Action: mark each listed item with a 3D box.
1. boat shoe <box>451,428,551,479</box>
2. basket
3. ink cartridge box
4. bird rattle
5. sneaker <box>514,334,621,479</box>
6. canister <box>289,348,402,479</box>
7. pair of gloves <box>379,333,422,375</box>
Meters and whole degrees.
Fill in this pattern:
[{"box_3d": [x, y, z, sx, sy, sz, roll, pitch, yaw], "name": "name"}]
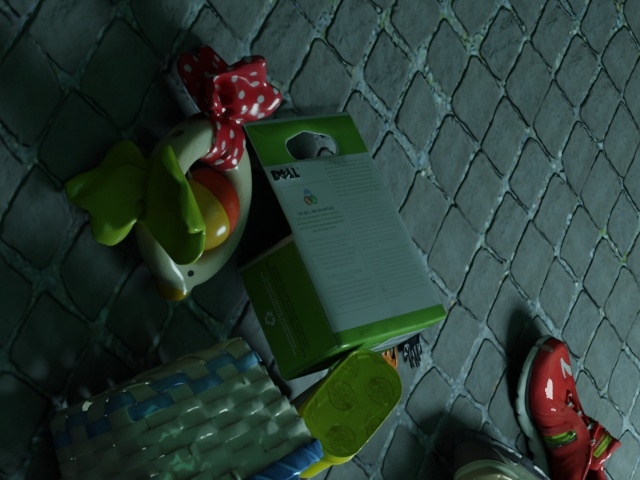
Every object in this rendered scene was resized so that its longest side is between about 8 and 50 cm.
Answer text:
[{"box_3d": [0.248, 0.316, 2.163, 0.285, 0.103, 0.092, 37, 36, -48], "name": "boat shoe"}, {"box_3d": [-0.106, 0.256, 1.604, 0.254, 0.201, 0.289, -18, 80, -48], "name": "basket"}, {"box_3d": [0.000, 0.000, 1.810, 0.189, 0.097, 0.255, -11, 73, -49], "name": "ink cartridge box"}, {"box_3d": [-0.128, -0.061, 1.645, 0.253, 0.143, 0.207, -59, 150, -44], "name": "bird rattle"}, {"box_3d": [0.338, 0.246, 2.241, 0.107, 0.118, 0.279, -40, 126, -40], "name": "sneaker"}, {"box_3d": [0.000, 0.192, 1.771, 0.073, 0.170, 0.126, 44, 58, -3], "name": "canister"}, {"box_3d": [0.093, 0.129, 2.003, 0.083, 0.010, 0.074, -38, 123, -44], "name": "pair of gloves"}]
